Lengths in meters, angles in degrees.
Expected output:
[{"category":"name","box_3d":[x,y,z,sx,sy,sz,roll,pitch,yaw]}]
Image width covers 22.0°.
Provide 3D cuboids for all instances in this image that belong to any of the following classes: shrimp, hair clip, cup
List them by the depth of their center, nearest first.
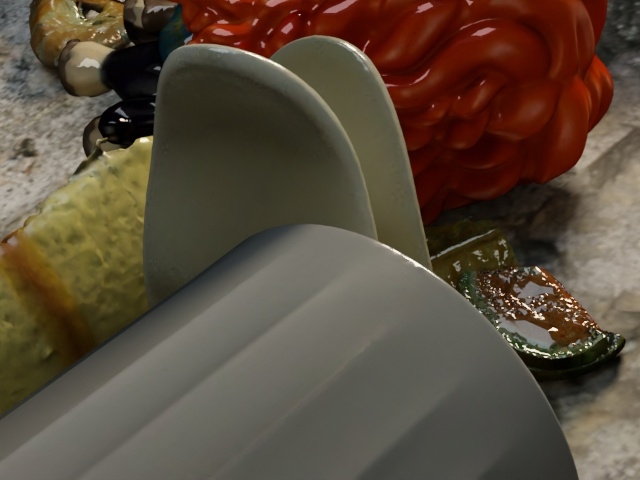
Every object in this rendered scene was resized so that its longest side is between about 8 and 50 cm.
[{"category":"cup","box_3d":[-0.037,0.185,0.696,0.323,0.237,0.327,25,43,30]},{"category":"hair clip","box_3d":[-0.009,0.014,0.877,0.172,0.282,0.113,8,29,31]},{"category":"shrimp","box_3d":[-0.217,-0.203,1.474,0.099,0.041,0.180,-22,35,-6]}]

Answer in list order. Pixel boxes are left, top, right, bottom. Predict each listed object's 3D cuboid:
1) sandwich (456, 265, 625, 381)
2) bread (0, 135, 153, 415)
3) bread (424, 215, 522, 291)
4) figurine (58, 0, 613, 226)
[{"category":"sandwich","box_3d":[0.123,0.047,0.978,0.069,0.026,0.101,-38,60,-21]},{"category":"bread","box_3d":[-0.204,0.053,1.020,0.263,0.198,0.236,-39,33,-28]},{"category":"bread","box_3d":[0.067,0.027,1.030,0.110,0.060,0.066,-25,67,-7]},{"category":"figurine","box_3d":[0.004,-0.129,1.156,0.306,0.241,0.411,-11,10,-30]}]
